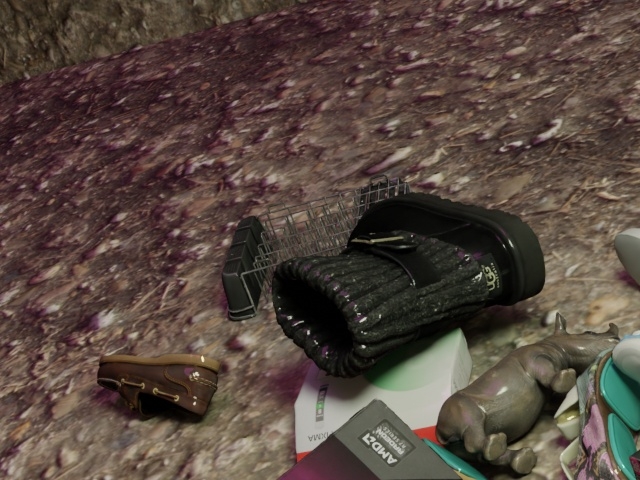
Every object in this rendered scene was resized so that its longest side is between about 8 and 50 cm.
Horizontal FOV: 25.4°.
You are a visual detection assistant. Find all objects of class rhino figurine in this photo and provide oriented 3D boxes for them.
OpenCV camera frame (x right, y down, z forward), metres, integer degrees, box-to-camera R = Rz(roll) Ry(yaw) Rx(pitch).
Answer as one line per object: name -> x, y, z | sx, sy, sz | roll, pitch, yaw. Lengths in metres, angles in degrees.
rhino figurine -> 0.210, 0.140, 1.384 | 0.243, 0.073, 0.106 | -34, 28, -30

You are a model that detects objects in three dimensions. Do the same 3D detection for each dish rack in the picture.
dish rack -> 0.000, 0.000, 1.910 | 0.271, 0.074, 0.208 | -16, 24, 12

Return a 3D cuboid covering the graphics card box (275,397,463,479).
graphics card box -> -0.011, 0.310, 1.023 | 0.371, 0.094, 0.233 | -35, 67, -30

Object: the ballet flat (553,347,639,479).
ballet flat -> 0.250, 0.174, 1.283 | 0.079, 0.077, 0.221 | -35, 16, 25

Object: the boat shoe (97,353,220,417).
boat shoe -> -0.204, 0.176, 1.703 | 0.207, 0.073, 0.073 | -6, 67, 48

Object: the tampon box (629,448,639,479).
tampon box -> 0.332, 0.205, 1.052 | 0.101, 0.120, 0.161 | -31, 23, -20

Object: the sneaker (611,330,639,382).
sneaker -> 0.324, 0.143, 1.235 | 0.190, 0.071, 0.083 | 27, 64, 40

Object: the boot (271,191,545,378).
boot -> 0.052, 0.044, 1.576 | 0.260, 0.131, 0.348 | -22, 9, -25

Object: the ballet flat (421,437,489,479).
ballet flat -> 0.133, 0.236, 1.244 | 0.073, 0.080, 0.232 | -58, 27, -6

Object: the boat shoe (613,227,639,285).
boat shoe -> 0.397, 0.029, 1.461 | 0.070, 0.078, 0.219 | -33, 32, -21

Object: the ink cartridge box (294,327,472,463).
ink cartridge box -> 0.055, 0.184, 1.459 | 0.181, 0.056, 0.225 | -15, 22, 20
